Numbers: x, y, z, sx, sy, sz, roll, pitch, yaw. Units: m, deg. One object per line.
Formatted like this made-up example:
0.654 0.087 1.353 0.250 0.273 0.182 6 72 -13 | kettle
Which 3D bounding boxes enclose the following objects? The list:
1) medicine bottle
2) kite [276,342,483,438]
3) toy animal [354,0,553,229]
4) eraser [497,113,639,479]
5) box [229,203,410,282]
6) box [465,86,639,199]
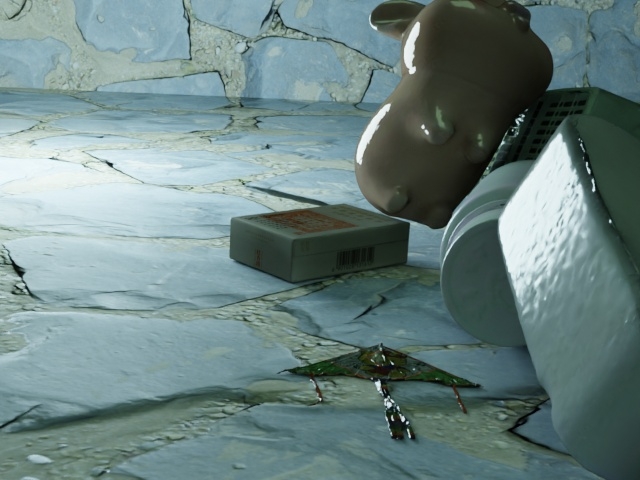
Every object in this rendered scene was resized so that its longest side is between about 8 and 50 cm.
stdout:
0.223 0.011 1.316 0.170 0.170 0.293 6 13 14 | medicine bottle
0.056 0.135 1.114 0.198 0.006 0.244 3 14 -1 | kite
0.170 -0.180 1.585 0.237 0.326 0.269 24 32 -24 | toy animal
0.290 0.066 0.999 0.331 0.150 0.331 21 34 -15 | eraser
0.000 0.000 1.548 0.201 0.058 0.141 -9 18 -38 | box
0.337 -0.088 1.588 0.166 0.220 0.290 26 -3 -16 | box
